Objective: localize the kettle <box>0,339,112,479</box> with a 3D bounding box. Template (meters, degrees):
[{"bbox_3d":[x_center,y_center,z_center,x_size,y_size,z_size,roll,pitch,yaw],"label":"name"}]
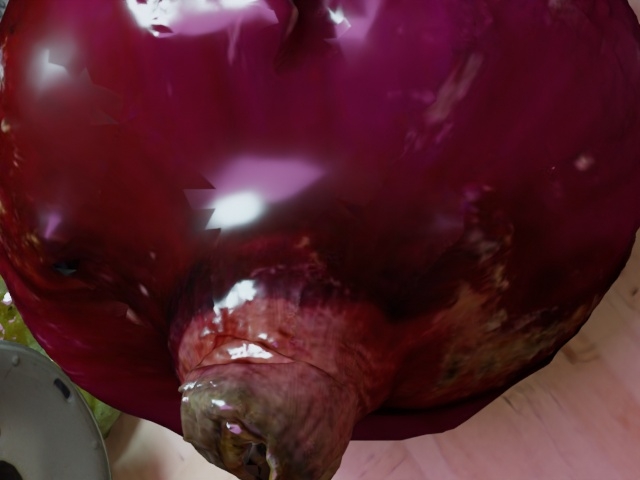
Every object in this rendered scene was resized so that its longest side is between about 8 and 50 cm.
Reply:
[{"bbox_3d":[-0.303,0.196,1.374,0.318,0.265,0.205,-12,72,34],"label":"kettle"}]

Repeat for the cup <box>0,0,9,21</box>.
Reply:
[{"bbox_3d":[-0.216,-0.185,1.441,0.234,0.186,0.258,30,114,27],"label":"cup"}]

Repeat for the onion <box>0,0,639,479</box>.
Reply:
[{"bbox_3d":[0.000,0.000,1.091,0.398,0.398,0.420,-37,36,25],"label":"onion"}]

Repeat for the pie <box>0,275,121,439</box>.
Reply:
[{"bbox_3d":[-0.260,0.064,1.449,0.277,0.078,0.277,7,102,34],"label":"pie"}]
